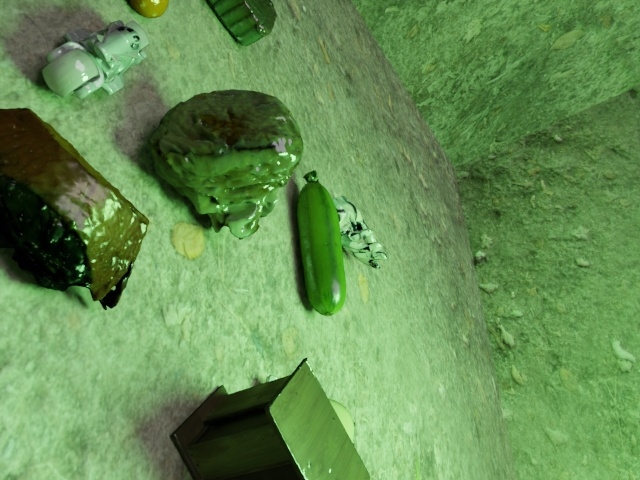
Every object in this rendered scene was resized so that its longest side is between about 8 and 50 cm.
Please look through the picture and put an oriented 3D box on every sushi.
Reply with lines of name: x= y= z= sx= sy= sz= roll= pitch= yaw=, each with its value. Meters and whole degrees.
sushi: x=-0.317 y=-0.038 z=0.655 sx=0.287 sy=0.140 sz=0.149 roll=50 pitch=-4 yaw=-30

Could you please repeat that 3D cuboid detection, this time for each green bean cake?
green bean cake: x=-0.198 y=-0.591 z=1.394 sx=0.173 sy=0.094 sz=0.181 roll=51 pitch=28 yaw=-31

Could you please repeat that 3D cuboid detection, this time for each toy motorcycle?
toy motorcycle: x=-0.330 y=-0.291 z=0.865 sx=0.112 sy=0.112 sz=0.254 roll=55 pitch=26 yaw=-23

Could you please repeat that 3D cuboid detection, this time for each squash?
squash: x=0.000 y=0.000 z=1.282 sx=0.101 sy=0.101 sz=0.379 roll=33 pitch=40 yaw=-50

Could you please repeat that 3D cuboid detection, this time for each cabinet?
cabinet: x=-0.064 y=0.309 z=0.802 sx=0.215 sy=0.174 sz=0.148 roll=63 pitch=25 yaw=-7

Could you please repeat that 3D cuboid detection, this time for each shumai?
shumai: x=-0.160 y=-0.130 z=0.987 sx=0.189 sy=0.255 sz=0.218 roll=-104 pitch=-168 yaw=-48

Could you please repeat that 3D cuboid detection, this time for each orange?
orange: x=-0.327 y=-0.469 z=1.066 sx=0.083 sy=0.070 sz=0.083 roll=38 pitch=42 yaw=-45

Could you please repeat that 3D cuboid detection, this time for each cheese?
cheese: x=-0.021 y=0.320 z=1.020 sx=0.251 sy=0.054 sz=0.127 roll=49 pitch=31 yaw=-32

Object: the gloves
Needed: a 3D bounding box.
gloves: x=0.085 y=-0.013 z=1.455 sx=0.127 sy=0.111 sz=0.212 roll=53 pitch=12 yaw=-87
